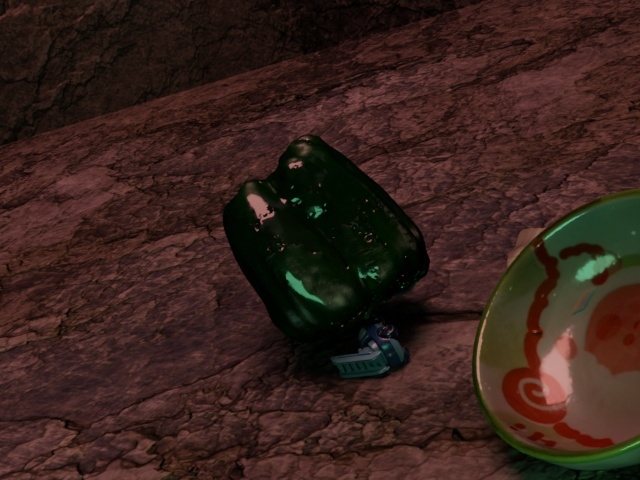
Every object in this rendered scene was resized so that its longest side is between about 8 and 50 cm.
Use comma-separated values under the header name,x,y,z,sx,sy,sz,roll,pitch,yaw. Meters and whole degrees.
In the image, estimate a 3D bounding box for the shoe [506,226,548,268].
name,x,y,z,sx,sy,sz,roll,pitch,yaw
shoe,0.305,0.039,1.879,0.110,0.095,0.265,-11,19,14

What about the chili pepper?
name,x,y,z,sx,sy,sz,roll,pitch,yaw
chili pepper,0.000,0.000,1.938,0.233,0.257,0.248,-37,0,-5

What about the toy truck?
name,x,y,z,sx,sy,sz,roll,pitch,yaw
toy truck,0.061,0.143,1.858,0.090,0.056,0.073,-33,28,-8

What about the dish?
name,x,y,z,sx,sy,sz,roll,pitch,yaw
dish,0.328,0.111,1.552,0.324,0.124,0.324,-27,43,28
